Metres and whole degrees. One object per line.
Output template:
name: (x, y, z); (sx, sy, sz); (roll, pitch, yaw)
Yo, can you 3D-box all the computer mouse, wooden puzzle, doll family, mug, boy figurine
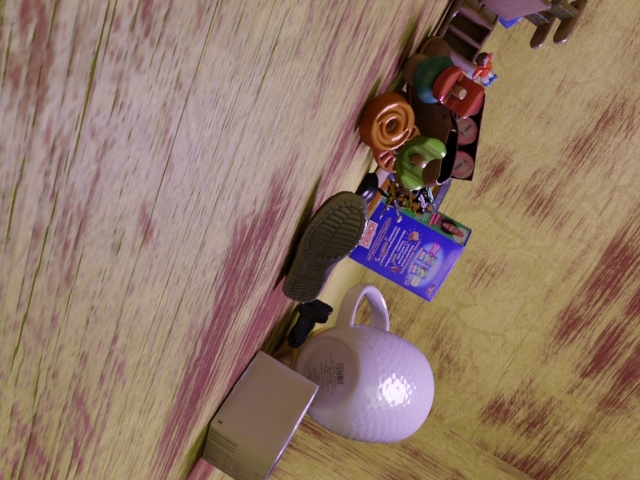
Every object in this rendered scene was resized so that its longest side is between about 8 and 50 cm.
computer mouse: (0.077, -0.052, 1.560); (0.242, 0.041, 0.071); (-61, 173, 4)
wooden puzzle: (0.153, -0.122, 1.770); (0.221, 0.044, 0.239); (-56, 171, -15)
doll family: (0.405, -0.464, 1.944); (0.263, 0.118, 0.163); (-56, 149, -1)
mug: (0.095, 0.290, 1.581); (0.328, 0.276, 0.374); (31, 63, -55)
boy figurine: (-0.068, 0.286, 1.663); (0.177, 0.092, 0.285); (-48, 162, -71)

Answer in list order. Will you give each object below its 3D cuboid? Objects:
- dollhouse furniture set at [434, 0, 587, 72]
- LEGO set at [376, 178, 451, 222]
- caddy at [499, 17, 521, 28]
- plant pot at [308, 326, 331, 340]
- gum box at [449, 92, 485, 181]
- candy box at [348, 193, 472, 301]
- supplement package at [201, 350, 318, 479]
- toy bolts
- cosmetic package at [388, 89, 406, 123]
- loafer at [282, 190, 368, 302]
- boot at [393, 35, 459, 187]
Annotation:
dollhouse furniture set: (0.342, -0.439, 1.289); (0.161, 0.212, 0.242); (-62, -160, 0)
LEGO set: (0.209, -0.220, 1.524); (0.331, 0.192, 0.255); (-64, 145, -19)
caddy: (0.465, -0.641, 1.497); (0.241, 0.179, 0.341); (-36, -170, 39)
plant pot: (0.018, 0.432, 2.294); (0.239, 0.253, 0.254); (-86, -160, -67)
gum box: (0.287, -0.222, 1.359); (0.107, 0.062, 0.189); (-118, -145, -81)
candy box: (0.289, 0.010, 2.155); (0.122, 0.317, 0.268); (-54, 171, -51)
supplement package: (-0.128, 0.381, 1.372); (0.194, 0.149, 0.203); (-55, 172, -38)
toy bolts: (0.149, -0.245, 1.177); (0.218, 0.158, 0.229); (30, 101, -43)
cosmetic package: (0.165, -0.248, 1.355); (0.115, 0.060, 0.041); (-60, 173, -20)
loafer: (0.000, 0.000, 1.129); (0.251, 0.094, 0.087); (-55, -158, 37)
boot: (0.232, -0.253, 1.292); (0.112, 0.115, 0.306); (9, 89, -41)
